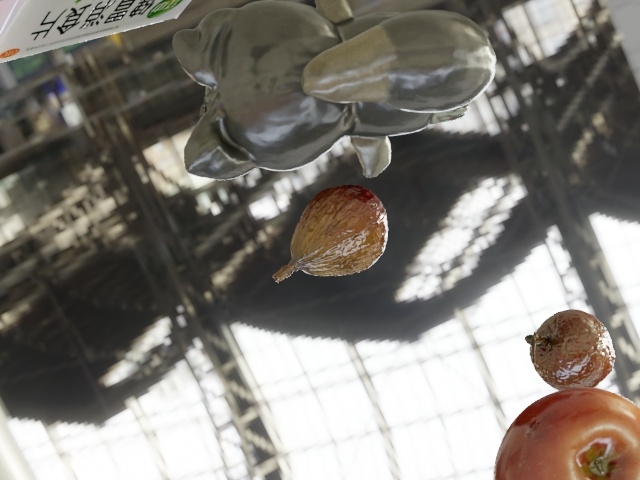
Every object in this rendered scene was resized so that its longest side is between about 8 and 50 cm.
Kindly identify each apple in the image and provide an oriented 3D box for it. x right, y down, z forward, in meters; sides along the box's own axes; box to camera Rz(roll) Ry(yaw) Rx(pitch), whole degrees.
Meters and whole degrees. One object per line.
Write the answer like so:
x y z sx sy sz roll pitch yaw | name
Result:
0.238 0.213 1.330 0.163 0.163 0.139 -31 172 -23 | apple

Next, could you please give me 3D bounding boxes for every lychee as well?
0.305 0.131 1.807 0.101 0.140 0.114 -42 -147 0 | lychee

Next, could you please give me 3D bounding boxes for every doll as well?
0.004 -0.225 1.865 0.382 0.252 0.378 -12 167 -18 | doll

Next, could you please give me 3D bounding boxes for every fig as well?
0.004 -0.008 1.790 0.153 0.119 0.119 -13 -168 -7 | fig

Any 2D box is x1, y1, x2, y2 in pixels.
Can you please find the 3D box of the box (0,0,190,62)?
-0.242 -0.316 1.540 0.173 0.145 0.333 -44 170 36 | box
